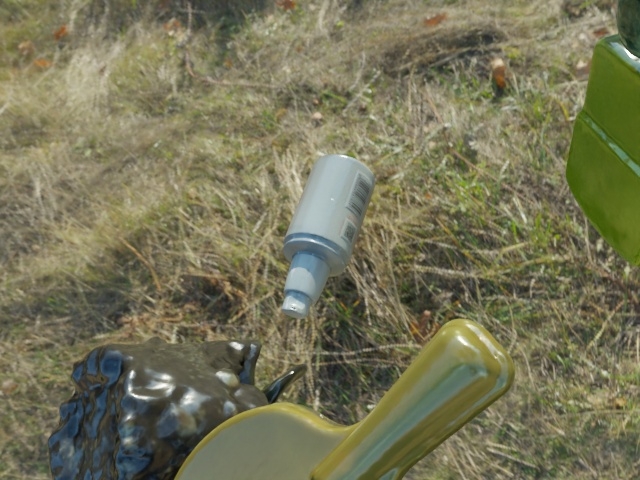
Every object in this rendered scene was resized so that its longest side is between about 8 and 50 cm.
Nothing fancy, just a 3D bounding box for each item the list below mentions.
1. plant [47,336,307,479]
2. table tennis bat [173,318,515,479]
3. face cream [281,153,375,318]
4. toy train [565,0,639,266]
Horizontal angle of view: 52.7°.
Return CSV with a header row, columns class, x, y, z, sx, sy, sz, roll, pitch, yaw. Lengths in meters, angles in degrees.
class,x,y,z,sx,sy,sz,roll,pitch,yaw
plant,-0.119,0.208,0.664,0.188,0.276,0.199,31,98,45
table tennis bat,-0.004,0.172,0.410,0.321,0.050,0.198,-48,48,14
face cream,0.000,0.000,0.924,0.101,0.101,0.251,4,57,28
toy train,0.367,-0.130,0.429,0.369,0.237,0.150,-12,43,-4
